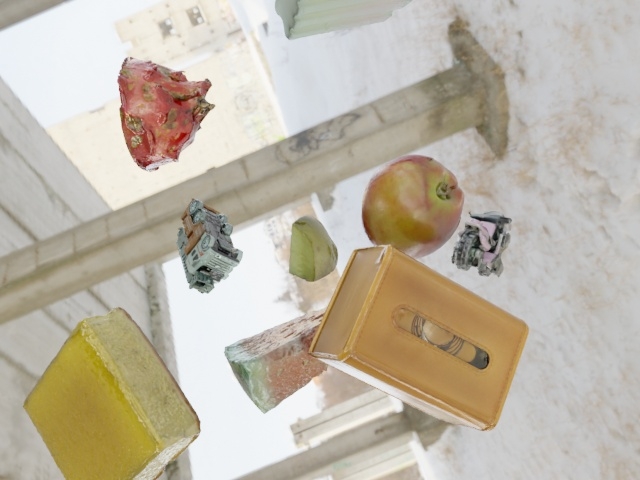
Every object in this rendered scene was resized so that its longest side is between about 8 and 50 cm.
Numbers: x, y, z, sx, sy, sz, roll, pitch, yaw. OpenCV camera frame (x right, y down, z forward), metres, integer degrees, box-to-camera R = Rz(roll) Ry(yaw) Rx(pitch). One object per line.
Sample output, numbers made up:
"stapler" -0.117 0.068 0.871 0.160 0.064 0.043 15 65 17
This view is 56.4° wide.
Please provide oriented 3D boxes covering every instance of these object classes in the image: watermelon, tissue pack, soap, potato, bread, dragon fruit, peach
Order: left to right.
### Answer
"bread" -0.450 0.366 1.267 0.333 0.323 0.143 51 -154 16
"dragon fruit" -0.189 -0.162 0.776 0.153 0.111 0.153 -3 -90 -88
"watermelon" -0.048 0.213 1.166 0.139 0.257 0.193 62 171 -16
"potato" 0.000 0.000 1.250 0.149 0.081 0.120 -46 -31 -52
"soap" 0.059 -0.536 1.274 0.173 0.289 0.095 130 122 -71
"peach" 0.161 -0.056 1.088 0.197 0.197 0.197 -23 -90 -89
"tissue pack" 0.155 0.148 0.925 0.274 0.194 0.145 28 163 -16

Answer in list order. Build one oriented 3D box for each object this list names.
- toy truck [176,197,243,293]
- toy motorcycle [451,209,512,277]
"toy truck" -0.370 0.028 1.899 0.133 0.184 0.338 29 -160 -38
"toy motorcycle" 0.428 -0.003 1.589 0.327 0.143 0.188 14 -89 -62
